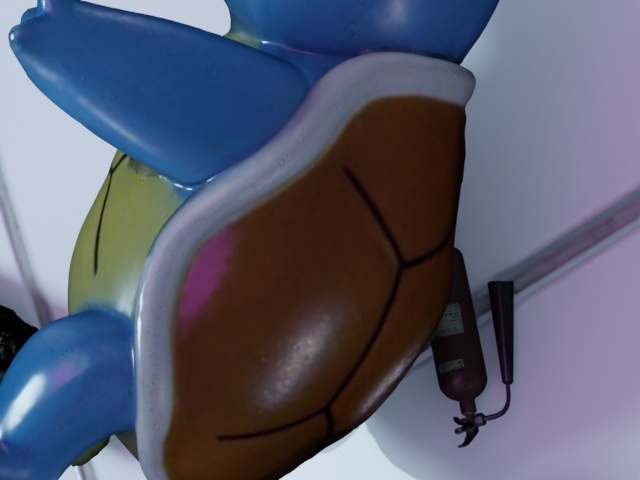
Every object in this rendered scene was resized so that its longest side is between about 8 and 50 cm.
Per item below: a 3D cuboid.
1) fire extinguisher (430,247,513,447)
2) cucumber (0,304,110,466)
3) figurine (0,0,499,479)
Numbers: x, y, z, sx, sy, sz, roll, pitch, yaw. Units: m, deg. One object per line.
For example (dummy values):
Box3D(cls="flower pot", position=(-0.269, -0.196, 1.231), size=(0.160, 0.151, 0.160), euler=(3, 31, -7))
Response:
Box3D(cls="fire extinguisher", position=(0.077, 0.050, 0.747), size=(0.046, 0.032, 0.100), euler=(-11, 75, 2))
Box3D(cls="cucumber", position=(-0.236, 0.056, 0.964), size=(0.300, 0.072, 0.072), euler=(27, 101, 40))
Box3D(cls="figurine", position=(-0.036, 0.008, 0.694), size=(0.242, 0.298, 0.417), euler=(0, 88, 26))
